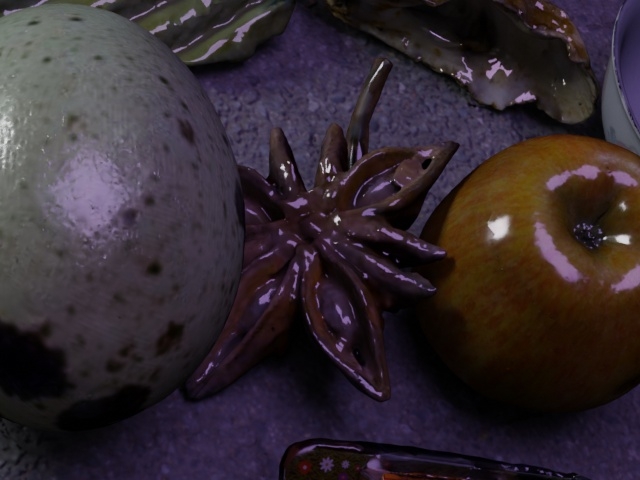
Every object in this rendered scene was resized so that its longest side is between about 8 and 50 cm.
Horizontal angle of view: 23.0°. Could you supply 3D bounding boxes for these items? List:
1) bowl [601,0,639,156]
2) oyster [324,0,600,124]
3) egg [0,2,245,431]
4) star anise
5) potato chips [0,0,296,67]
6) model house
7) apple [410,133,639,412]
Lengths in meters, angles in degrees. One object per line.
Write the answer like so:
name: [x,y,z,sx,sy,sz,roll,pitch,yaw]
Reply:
bowl: [0.414,-0.107,1.665,0.345,0.157,0.345,13,57,-20]
oyster: [0.145,-0.236,1.657,0.341,0.166,0.110,20,59,8]
egg: [-0.207,-0.026,1.273,0.287,0.287,0.379,0,49,-23]
star anise: [-0.002,0.000,1.430,0.292,0.109,0.349,-11,61,-6]
potato chips: [-0.209,-0.346,1.543,0.389,0.097,0.373,-6,94,-21]
model house: [0.111,0.283,1.240,0.294,0.154,0.207,10,93,-18]
apple: [0.221,0.026,1.450,0.264,0.264,0.264,11,56,-17]
